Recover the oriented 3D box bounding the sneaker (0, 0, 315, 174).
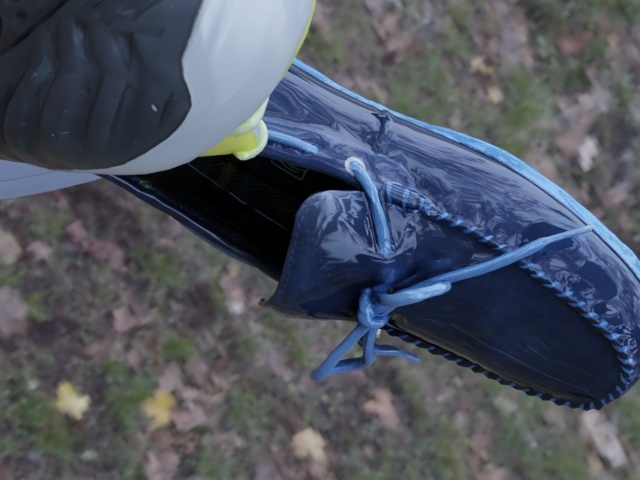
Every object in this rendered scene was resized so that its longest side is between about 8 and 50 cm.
[{"bbox_3d":[-0.062,-0.090,0.528,0.147,0.145,0.385,19,5,-22],"label":"sneaker"}]

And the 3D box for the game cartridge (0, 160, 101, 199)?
[{"bbox_3d":[-0.196,-0.125,1.082,0.060,0.294,0.196,88,-14,-53],"label":"game cartridge"}]

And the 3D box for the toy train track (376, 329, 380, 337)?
[{"bbox_3d":[0.054,0.056,1.353,0.083,0.048,0.014,-70,168,-47],"label":"toy train track"}]

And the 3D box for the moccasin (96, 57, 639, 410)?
[{"bbox_3d":[0.000,0.000,0.779,0.342,0.137,0.117,27,44,8],"label":"moccasin"}]
